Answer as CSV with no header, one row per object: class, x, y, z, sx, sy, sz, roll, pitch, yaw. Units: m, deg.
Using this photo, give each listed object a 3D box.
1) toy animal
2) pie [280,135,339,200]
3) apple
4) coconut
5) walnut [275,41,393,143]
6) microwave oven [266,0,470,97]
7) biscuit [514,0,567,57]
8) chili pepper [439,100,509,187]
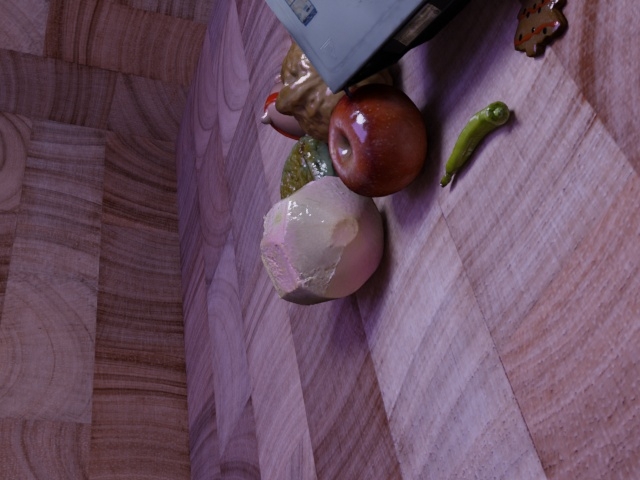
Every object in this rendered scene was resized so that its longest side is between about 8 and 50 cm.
toy animal,-0.037,-0.327,1.874,0.198,0.171,0.171,-63,23,9
pie,-0.017,-0.099,1.817,0.277,0.078,0.277,175,90,-69
apple,0.105,-0.176,1.425,0.201,0.162,0.201,167,90,-69
coconut,0.000,0.000,1.547,0.245,0.233,0.233,144,131,-64
walnut,0.023,-0.304,1.623,0.225,0.257,0.257,64,156,1
microwave oven,0.105,-0.451,1.294,0.286,0.218,0.355,53,139,3
biscuit,0.304,-0.321,1.144,0.119,0.019,0.130,174,104,-69
chili pepper,0.232,-0.155,1.253,0.049,0.043,0.208,63,153,17
